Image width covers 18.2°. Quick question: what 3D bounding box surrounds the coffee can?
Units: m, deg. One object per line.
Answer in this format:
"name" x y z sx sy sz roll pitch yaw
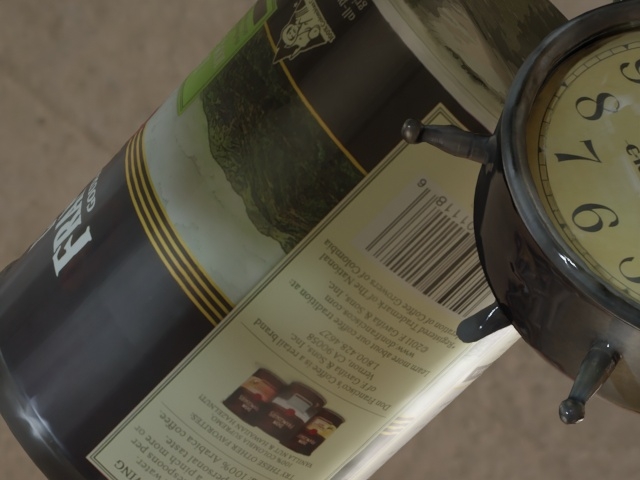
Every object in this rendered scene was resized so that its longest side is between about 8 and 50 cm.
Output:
"coffee can" 0.000 0.000 0.940 0.201 0.201 0.275 34 114 -26

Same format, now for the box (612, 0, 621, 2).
"box" 0.233 -0.078 1.102 0.044 0.233 0.159 6 119 -29

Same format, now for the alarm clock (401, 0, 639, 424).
"alarm clock" 0.130 -0.013 0.605 0.192 0.129 0.064 -17 151 -17
